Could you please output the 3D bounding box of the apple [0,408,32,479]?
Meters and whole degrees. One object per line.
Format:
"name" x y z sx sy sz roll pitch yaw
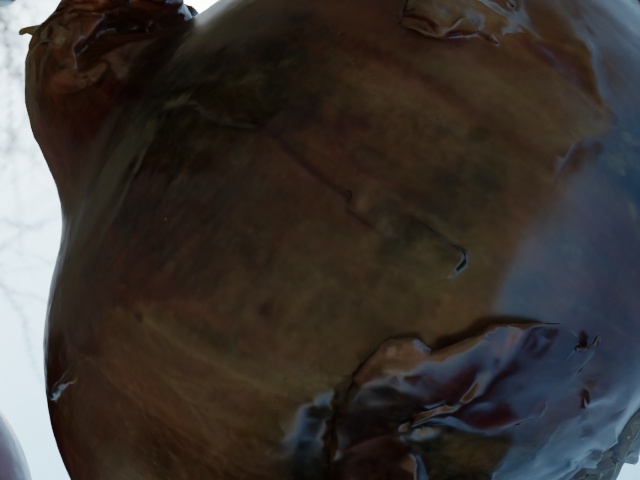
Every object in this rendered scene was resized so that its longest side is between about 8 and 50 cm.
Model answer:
"apple" -0.295 0.170 0.922 0.216 0.260 0.260 88 25 -80

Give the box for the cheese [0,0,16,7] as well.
"cheese" -0.266 -0.262 0.618 0.104 0.384 0.384 -30 -149 -4

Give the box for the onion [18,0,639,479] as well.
"onion" 0.033 0.007 0.711 0.354 0.354 0.353 -39 -144 35
